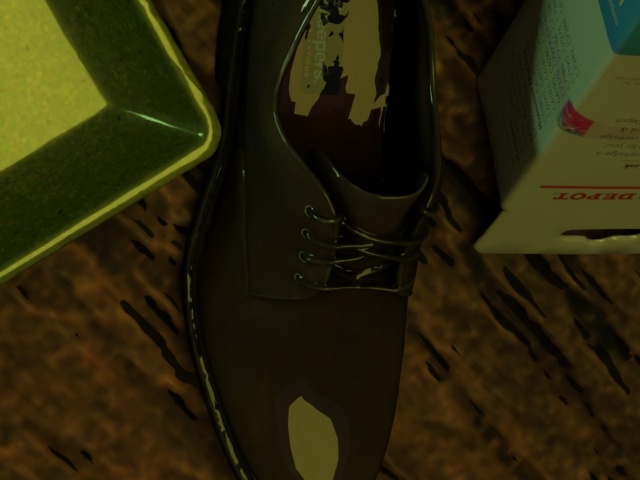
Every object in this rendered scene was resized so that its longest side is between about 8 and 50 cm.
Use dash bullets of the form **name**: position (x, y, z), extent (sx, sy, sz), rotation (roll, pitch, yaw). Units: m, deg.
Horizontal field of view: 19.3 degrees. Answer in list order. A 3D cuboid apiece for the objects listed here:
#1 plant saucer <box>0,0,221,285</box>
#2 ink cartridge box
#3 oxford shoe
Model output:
- **plant saucer**: position (-0.158, -0.066, 0.627), extent (0.188, 0.045, 0.188), rotation (-32, 107, -9)
- **ink cartridge box**: position (0.124, -0.061, 0.677), extent (0.104, 0.181, 0.062), rotation (0, 63, -17)
- **oxford shoe**: position (0.000, 0.000, 0.663), extent (0.082, 0.096, 0.227), rotation (-5, 103, -18)
